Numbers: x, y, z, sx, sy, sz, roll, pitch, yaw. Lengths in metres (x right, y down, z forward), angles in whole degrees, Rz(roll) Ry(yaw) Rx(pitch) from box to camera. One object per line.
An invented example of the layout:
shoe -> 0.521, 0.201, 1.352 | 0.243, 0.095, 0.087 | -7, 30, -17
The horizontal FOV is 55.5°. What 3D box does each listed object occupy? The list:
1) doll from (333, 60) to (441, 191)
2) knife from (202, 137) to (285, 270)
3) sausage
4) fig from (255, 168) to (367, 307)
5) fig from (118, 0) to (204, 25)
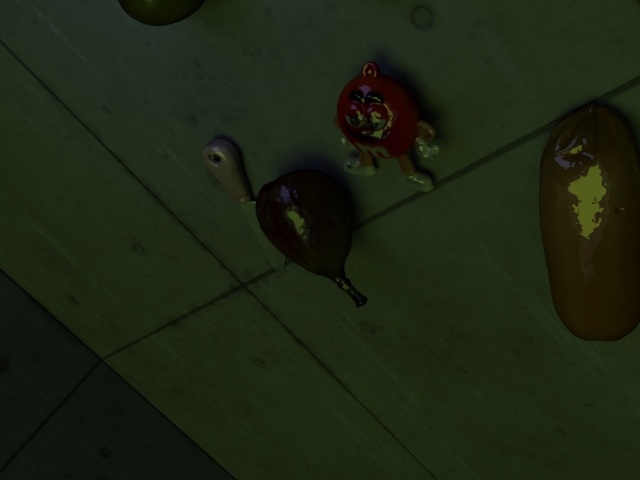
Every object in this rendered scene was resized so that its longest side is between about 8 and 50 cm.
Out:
doll -> 0.095, -0.164, 0.915 | 0.183, 0.085, 0.217 | 18, 146, 22
knife -> -0.131, -0.063, 1.220 | 0.081, 0.043, 0.335 | -4, 133, 30
sausage -> 0.375, -0.015, 0.844 | 0.134, 0.116, 0.353 | 9, 131, 42
fig -> 0.002, -0.001, 1.077 | 0.170, 0.146, 0.274 | -30, 94, 48
fig -> -0.210, -0.397, 0.885 | 0.142, 0.187, 0.147 | -122, 19, -59
